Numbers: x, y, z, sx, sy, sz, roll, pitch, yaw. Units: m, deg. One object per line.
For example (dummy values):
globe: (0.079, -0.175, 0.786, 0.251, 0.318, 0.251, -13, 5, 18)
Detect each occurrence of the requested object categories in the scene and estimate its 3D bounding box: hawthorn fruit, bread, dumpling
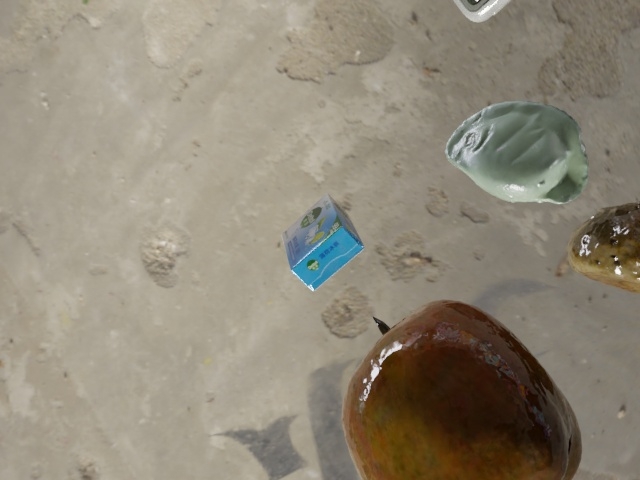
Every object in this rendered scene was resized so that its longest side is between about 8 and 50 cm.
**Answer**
hawthorn fruit: (0.150, 0.201, 0.944, 0.268, 0.268, 0.300, -41, 70, 16)
bread: (0.498, 0.018, 1.201, 0.230, 0.230, 0.122, 13, 83, 25)
dumpling: (0.303, -0.126, 1.219, 0.219, 0.108, 0.152, 26, 69, 19)

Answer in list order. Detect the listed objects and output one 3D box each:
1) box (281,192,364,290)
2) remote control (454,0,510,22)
box: (0.000, 0.001, 1.639, 0.139, 0.194, 0.073, -42, 112, 9)
remote control: (0.043, -0.252, 0.482, 0.067, 0.029, 0.261, -38, 83, 41)
